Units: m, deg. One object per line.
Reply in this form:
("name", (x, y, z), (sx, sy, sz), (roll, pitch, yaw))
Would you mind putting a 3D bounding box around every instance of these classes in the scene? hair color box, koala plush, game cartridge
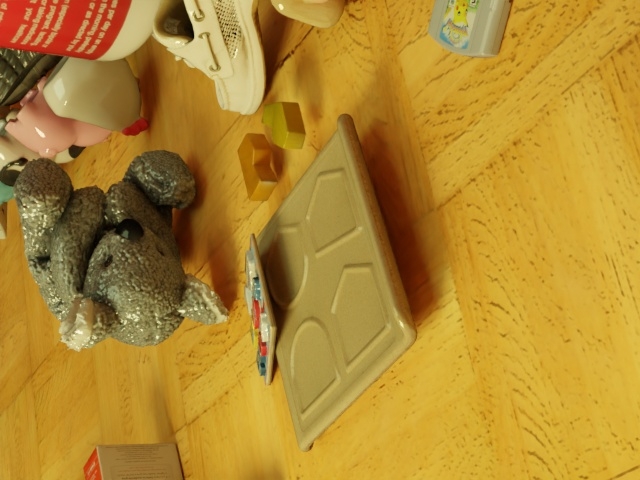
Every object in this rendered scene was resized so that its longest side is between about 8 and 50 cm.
("hair color box", (-0.186, 0.299, 1.320), (0.053, 0.093, 0.167), (-57, 40, 42))
("koala plush", (-0.200, 0.038, 1.301), (0.221, 0.196, 0.203), (43, 135, 53))
("game cartridge", (0.109, -0.167, 0.938), (0.083, 0.017, 0.056), (38, 123, 56))

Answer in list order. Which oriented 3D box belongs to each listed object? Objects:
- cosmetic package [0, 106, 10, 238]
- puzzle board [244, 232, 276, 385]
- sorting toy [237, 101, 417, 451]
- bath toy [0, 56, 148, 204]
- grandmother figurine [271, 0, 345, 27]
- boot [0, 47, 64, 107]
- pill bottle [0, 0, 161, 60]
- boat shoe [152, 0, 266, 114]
("cosmetic package", (-0.533, -0.224, 1.812), (0.284, 0.098, 0.377), (76, -177, -51))
("puzzle board", (-0.058, 0.066, 1.155), (0.128, 0.011, 0.096), (99, 159, -60))
("sorting toy", (0.000, 0.000, 1.093), (0.229, 0.041, 0.307), (-56, 41, 48))
("bath toy", (-0.320, -0.143, 1.581), (0.348, 0.129, 0.151), (-26, 32, 53))
("grandmother figurine", (0.066, -0.294, 0.958), (0.342, 0.104, 0.207), (-23, 92, 54))
("boot", (-0.348, -0.290, 1.629), (0.338, 0.118, 0.222), (-34, 10, 14))
("pill bottle", (-0.289, -0.303, 1.255), (0.229, 0.408, 0.228), (-14, 74, 60))
("boat shoe", (-0.107, -0.206, 1.148), (0.277, 0.096, 0.098), (88, 164, -60))
